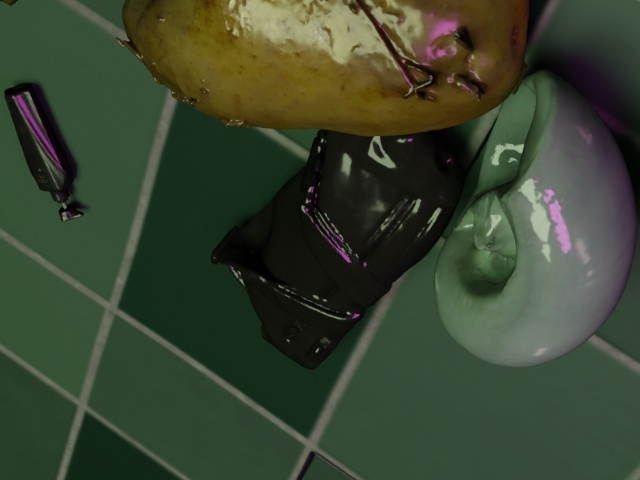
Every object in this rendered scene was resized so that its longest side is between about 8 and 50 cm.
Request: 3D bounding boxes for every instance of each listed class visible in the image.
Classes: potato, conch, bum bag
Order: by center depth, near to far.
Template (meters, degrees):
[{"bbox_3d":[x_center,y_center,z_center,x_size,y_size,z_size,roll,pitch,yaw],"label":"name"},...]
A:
[{"bbox_3d":[-0.007,-0.159,0.851,0.300,0.140,0.173,9,130,24],"label":"potato"},{"bbox_3d":[0.150,-0.014,0.854,0.221,0.121,0.185,110,147,-51],"label":"conch"},{"bbox_3d":[0.000,0.000,1.000,0.142,0.080,0.326,45,139,6],"label":"bum bag"}]

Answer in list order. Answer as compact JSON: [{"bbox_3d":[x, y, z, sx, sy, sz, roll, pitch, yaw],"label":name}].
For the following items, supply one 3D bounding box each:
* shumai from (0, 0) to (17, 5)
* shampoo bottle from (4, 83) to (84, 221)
[{"bbox_3d":[-0.312,-0.300,0.862,0.323,0.397,0.324,10,137,-7],"label":"shumai"},{"bbox_3d":[-0.262,-0.081,1.160,0.048,0.027,0.137,4,124,35],"label":"shampoo bottle"}]
